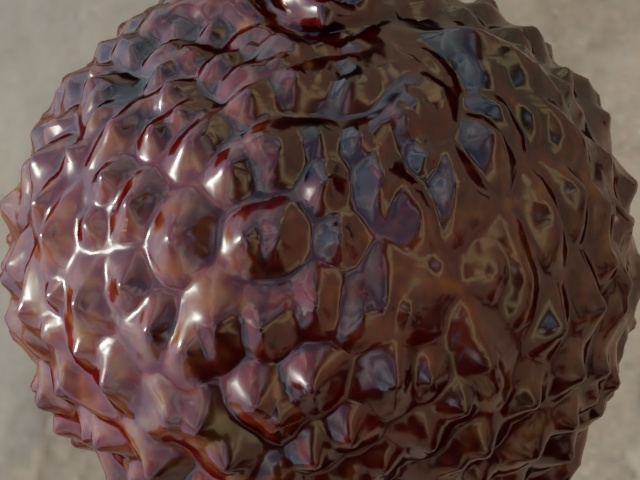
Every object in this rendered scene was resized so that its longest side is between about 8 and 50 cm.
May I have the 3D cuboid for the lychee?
[{"bbox_3d":[0.000,0.000,1.244,0.424,0.425,0.500,44,148,53],"label":"lychee"}]
